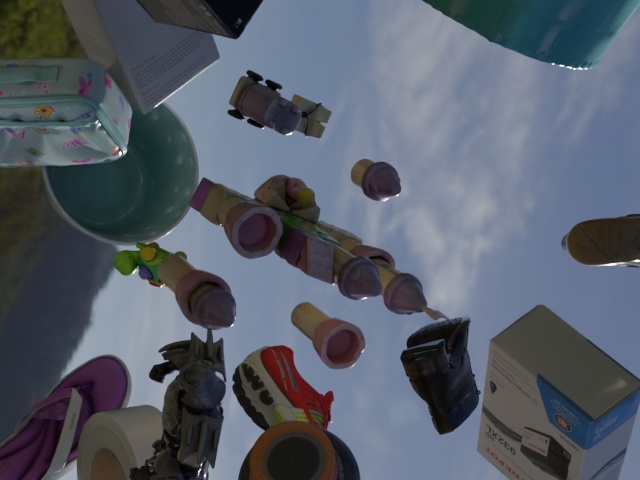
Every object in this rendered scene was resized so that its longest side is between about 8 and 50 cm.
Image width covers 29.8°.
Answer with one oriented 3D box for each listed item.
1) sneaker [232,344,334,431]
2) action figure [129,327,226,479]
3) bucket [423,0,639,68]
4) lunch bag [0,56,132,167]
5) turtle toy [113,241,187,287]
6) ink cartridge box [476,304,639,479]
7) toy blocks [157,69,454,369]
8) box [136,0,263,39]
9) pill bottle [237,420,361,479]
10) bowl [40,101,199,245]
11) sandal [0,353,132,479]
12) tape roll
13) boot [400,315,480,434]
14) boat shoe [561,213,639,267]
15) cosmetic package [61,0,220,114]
[{"bbox_3d":[-0.013,0.276,1.787,0.107,0.118,0.279,-32,-92,52],"label":"sneaker"},{"bbox_3d":[-0.156,0.213,1.295,0.285,0.099,0.185,110,-4,-48],"label":"action figure"},{"bbox_3d":[0.206,-0.303,1.155,0.281,0.281,0.183,-104,-144,-57],"label":"bucket"},{"bbox_3d":[-0.452,-0.200,1.877,0.224,0.279,0.107,65,25,-68],"label":"lunch bag"},{"bbox_3d":[-0.282,0.041,2.020,0.095,0.130,0.066,-101,-151,-85],"label":"turtle toy"},{"bbox_3d":[0.385,0.295,1.980,0.223,0.129,0.307,40,-32,33],"label":"ink cartridge box"},{"bbox_3d":[0.000,0.000,1.487,0.260,0.289,0.308,34,-79,57],"label":"toy blocks"},{"bbox_3d":[-0.128,-0.328,1.379,0.158,0.093,0.156,20,-108,43],"label":"box"},{"bbox_3d":[-0.017,0.279,1.288,0.245,0.131,0.130,80,8,-58],"label":"pill bottle"},{"bbox_3d":[-0.407,-0.130,2.298,0.163,0.312,0.311,-19,-119,58],"label":"bowl"},{"bbox_3d":[-0.532,0.381,2.333,0.416,0.169,0.102,-45,155,-16],"label":"sandal"},{"bbox_3d":[-0.348,0.451,2.221,0.286,0.100,0.286,9,-79,53],"label":"tape roll"},{"bbox_3d":[0.161,0.169,1.558,0.219,0.082,0.106,-33,106,-66],"label":"boot"},{"bbox_3d":[0.546,-0.001,2.026,0.092,0.285,0.102,-134,-138,-82],"label":"boat shoe"},{"bbox_3d":[-0.332,-0.427,2.078,0.155,0.197,0.365,33,-28,39],"label":"cosmetic package"}]
